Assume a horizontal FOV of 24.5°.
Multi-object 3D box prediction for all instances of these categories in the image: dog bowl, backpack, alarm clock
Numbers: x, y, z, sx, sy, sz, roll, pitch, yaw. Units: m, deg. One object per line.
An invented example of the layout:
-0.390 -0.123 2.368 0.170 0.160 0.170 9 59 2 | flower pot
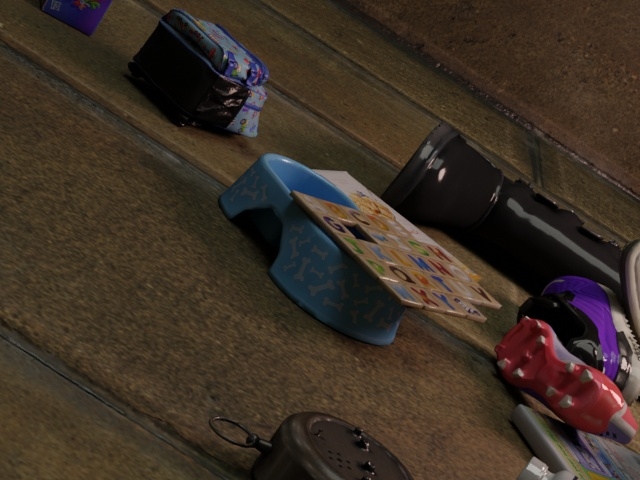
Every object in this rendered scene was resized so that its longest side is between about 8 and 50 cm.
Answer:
0.000 0.000 1.639 0.166 0.074 0.297 21 19 -38 | dog bowl
-0.138 -0.212 1.931 0.158 0.117 0.173 45 16 34 | backpack
0.000 0.177 1.128 0.192 0.064 0.129 26 17 -14 | alarm clock

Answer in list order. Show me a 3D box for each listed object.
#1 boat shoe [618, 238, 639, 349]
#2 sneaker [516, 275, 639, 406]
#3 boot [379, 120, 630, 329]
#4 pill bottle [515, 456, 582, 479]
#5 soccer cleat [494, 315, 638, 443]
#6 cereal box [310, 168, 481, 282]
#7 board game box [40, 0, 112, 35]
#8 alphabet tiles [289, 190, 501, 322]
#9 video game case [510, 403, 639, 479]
0.468 0.123 1.991 0.305 0.109 0.091 61 -13 -22 | boat shoe
0.316 0.104 1.907 0.146 0.102 0.293 28 16 -17 | sneaker
0.317 0.013 2.152 0.445 0.146 0.367 40 18 6 | boot
0.228 0.253 1.340 0.120 0.067 0.067 37 16 12 | pill bottle
0.274 0.160 1.673 0.095 0.083 0.248 42 0 -20 | soccer cleat
0.074 -0.006 1.854 0.240 0.047 0.173 39 16 20 | cereal box
-0.315 -0.456 2.094 0.078 0.233 0.347 27 16 -23 | board game box
0.097 0.024 1.607 0.237 0.009 0.198 14 24 -50 | alphabet tiles
0.316 0.268 1.555 0.193 0.023 0.212 25 18 -30 | video game case
